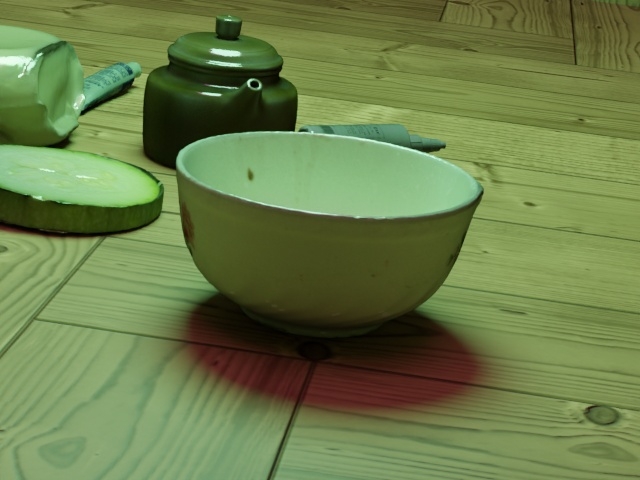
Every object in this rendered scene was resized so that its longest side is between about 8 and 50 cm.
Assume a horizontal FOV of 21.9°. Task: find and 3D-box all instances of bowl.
[{"bbox_3d":[0.000,0.000,1.507,0.277,0.145,0.277,7,17,-2],"label":"bowl"}]

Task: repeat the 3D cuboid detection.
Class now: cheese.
[{"bbox_3d":[-0.407,-0.181,1.958,0.233,0.127,0.266,4,15,4],"label":"cheese"}]

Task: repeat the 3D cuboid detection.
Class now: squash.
[{"bbox_3d":[-0.273,-0.053,1.759,0.219,0.041,0.219,10,17,-3],"label":"squash"}]

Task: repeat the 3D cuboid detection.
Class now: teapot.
[{"bbox_3d":[-0.121,-0.187,1.996,0.186,0.175,0.268,1,18,-23],"label":"teapot"}]

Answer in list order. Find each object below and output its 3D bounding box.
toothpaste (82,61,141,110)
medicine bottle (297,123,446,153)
[{"bbox_3d":[-0.299,-0.206,2.215,0.062,0.037,0.216,13,23,18],"label":"toothpaste"},{"bbox_3d":[0.068,-0.114,2.024,0.199,0.057,0.058,-3,20,-28],"label":"medicine bottle"}]
